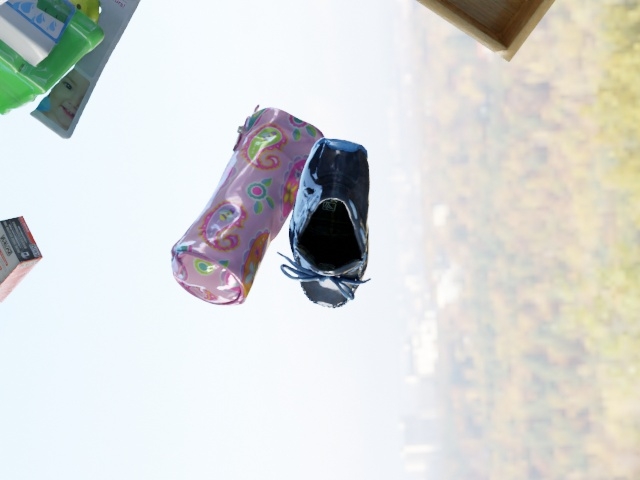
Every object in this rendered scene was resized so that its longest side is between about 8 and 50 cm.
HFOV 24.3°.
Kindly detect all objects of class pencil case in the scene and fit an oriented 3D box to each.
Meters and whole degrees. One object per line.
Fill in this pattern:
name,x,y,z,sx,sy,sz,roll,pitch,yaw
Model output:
pencil case,-0.097,-0.051,1.989,0.124,0.124,0.284,84,-153,-56

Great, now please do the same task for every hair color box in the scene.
hair color box,-0.450,0.031,2.095,0.141,0.043,0.072,-40,72,44

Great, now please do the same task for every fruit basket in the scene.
fruit basket,-0.352,-0.347,1.780,0.165,0.327,0.353,-12,46,52

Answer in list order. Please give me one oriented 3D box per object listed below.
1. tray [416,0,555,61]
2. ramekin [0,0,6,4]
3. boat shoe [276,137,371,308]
tray,0.122,-0.414,1.804,0.203,0.411,0.076,-54,17,18
ramekin,-0.381,-0.300,1.282,0.277,0.277,0.135,81,176,-71
boat shoe,0.000,0.000,1.577,0.258,0.109,0.089,83,-167,-52
